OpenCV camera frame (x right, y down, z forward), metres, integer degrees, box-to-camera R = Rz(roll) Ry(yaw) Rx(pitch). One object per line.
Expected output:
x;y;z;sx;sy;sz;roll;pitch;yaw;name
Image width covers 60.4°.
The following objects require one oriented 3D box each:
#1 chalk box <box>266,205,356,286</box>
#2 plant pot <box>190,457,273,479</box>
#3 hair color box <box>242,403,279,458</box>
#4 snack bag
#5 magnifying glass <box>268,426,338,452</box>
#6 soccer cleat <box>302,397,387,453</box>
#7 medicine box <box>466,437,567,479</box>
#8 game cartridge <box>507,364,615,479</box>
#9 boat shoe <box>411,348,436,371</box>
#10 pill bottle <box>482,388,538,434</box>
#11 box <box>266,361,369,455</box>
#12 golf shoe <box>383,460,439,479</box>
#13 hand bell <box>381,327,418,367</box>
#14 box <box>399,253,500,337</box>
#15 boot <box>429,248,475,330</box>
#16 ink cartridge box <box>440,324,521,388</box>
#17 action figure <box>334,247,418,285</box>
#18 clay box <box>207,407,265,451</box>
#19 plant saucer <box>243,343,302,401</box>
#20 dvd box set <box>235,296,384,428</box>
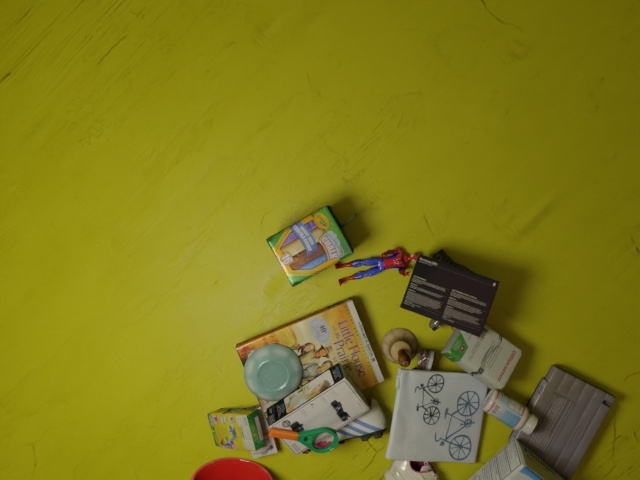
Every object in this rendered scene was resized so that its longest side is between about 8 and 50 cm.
0.000;0.000;1.801;0.289;0.180;0.179;-28;90;6;chalk box
-0.302;0.910;1.834;0.275;0.275;0.243;7;101;4;plant pot
-0.210;0.658;1.908;0.093;0.053;0.167;-16;89;4;hair color box
0.386;0.587;1.826;0.342;0.037;0.323;6;95;-14;snack bag
-0.051;0.623;1.740;0.231;0.026;0.092;15;110;-20;magnifying glass
0.059;0.625;1.870;0.331;0.116;0.143;-15;75;3;soccer cleat
0.640;0.843;1.772;0.263;0.149;0.289;39;109;-1;medicine box
0.788;0.616;1.832;0.230;0.068;0.355;28;94;6;game cartridge
0.337;0.452;1.859;0.066;0.066;0.183;16;94;18;boat shoe
0.617;0.557;1.788;0.160;0.087;0.087;31;94;10;pill bottle
-0.008;0.545;1.775;0.290;0.087;0.169;-34;116;4;box
0.370;0.830;1.846;0.306;0.115;0.140;30;91;1;golf shoe
0.263;0.368;1.766;0.126;0.242;0.126;0;93;4;hand bell
0.407;0.173;1.744;0.261;0.103;0.184;20;89;14;box
0.390;0.164;1.839;0.161;0.083;0.246;33;88;9;boot
0.527;0.367;1.802;0.208;0.087;0.153;36;72;2;ink cartridge box
0.191;0.087;1.816;0.280;0.139;0.091;-14;92;2;action figure
-0.291;0.641;1.873;0.222;0.053;0.127;-13;92;42;clay box
-0.155;0.437;1.792;0.195;0.037;0.195;0;95;-3;plant saucer
-0.032;0.410;1.847;0.420;0.062;0.308;-21;95;-2;dvd box set
